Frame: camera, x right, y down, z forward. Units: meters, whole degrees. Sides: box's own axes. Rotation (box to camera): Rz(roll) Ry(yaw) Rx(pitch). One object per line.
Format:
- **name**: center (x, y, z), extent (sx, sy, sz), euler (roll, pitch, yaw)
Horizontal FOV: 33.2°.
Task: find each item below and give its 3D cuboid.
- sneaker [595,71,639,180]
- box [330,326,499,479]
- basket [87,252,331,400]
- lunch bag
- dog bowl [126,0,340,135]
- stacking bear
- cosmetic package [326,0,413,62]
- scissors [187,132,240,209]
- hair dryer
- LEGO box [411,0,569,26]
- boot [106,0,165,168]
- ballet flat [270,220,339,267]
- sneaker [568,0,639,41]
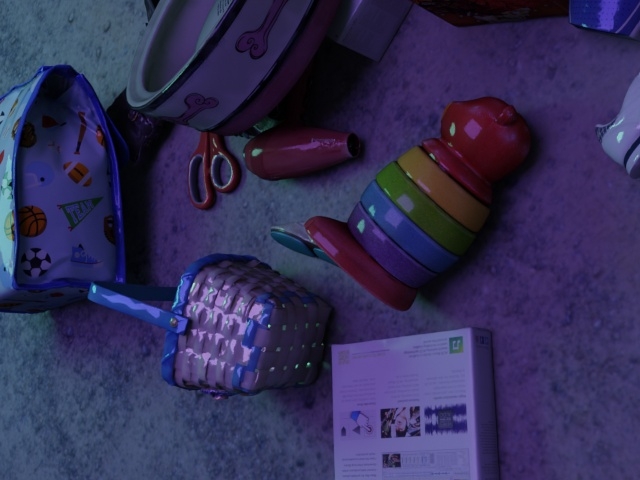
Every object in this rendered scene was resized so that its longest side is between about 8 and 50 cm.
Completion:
- **sneaker**: center (0.413, -0.181, 1.227), extent (0.235, 0.090, 0.094), euler (-49, 45, 20)
- **box**: center (0.120, 0.284, 1.396), extent (0.232, 0.058, 0.321), euler (-11, 73, 39)
- **basket**: center (-0.155, 0.114, 1.534), extent (0.289, 0.255, 0.201), euler (22, 98, 30)
- **lunch bag**: center (-0.493, -0.080, 1.853), extent (0.328, 0.239, 0.385), euler (-18, 75, 49)
- **dog bowl**: center (-0.116, -0.333, 1.573), extent (0.408, 0.150, 0.408), euler (-43, 29, 32)
- **stacking bear**: center (0.149, -0.064, 1.382), extent (0.164, 0.175, 0.289), euler (46, 103, 20)
- **cosmetic package**: center (0.096, -0.382, 1.524), extent (0.060, 0.099, 0.239), euler (42, 108, 37)
- **scissors**: center (-0.189, -0.198, 1.780), extent (0.109, 0.021, 0.297), euler (-22, 68, 35)
- **hair dryer**: center (-0.046, -0.198, 1.620), extent (0.293, 0.080, 0.223), euler (46, 109, 35)
- **LEGO box**: center (0.170, -0.561, 1.318), extent (0.193, 0.372, 0.500), euler (2, 83, 40)
- **boot**: center (-0.305, -0.285, 1.855), extent (0.229, 0.091, 0.263), euler (-42, 54, 31)
- **ballet flat**: center (0.000, 0.000, 1.568), extent (0.168, 0.057, 0.052), euler (22, 68, 37)
- **sneaker**: center (0.343, -0.410, 1.265), extent (0.127, 0.182, 0.315), euler (19, 93, 43)
